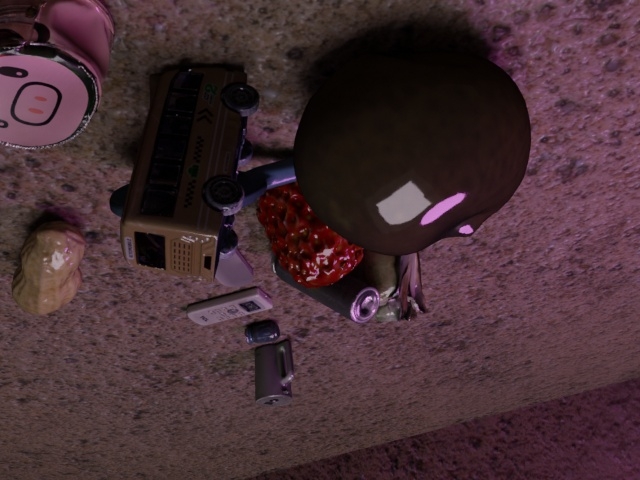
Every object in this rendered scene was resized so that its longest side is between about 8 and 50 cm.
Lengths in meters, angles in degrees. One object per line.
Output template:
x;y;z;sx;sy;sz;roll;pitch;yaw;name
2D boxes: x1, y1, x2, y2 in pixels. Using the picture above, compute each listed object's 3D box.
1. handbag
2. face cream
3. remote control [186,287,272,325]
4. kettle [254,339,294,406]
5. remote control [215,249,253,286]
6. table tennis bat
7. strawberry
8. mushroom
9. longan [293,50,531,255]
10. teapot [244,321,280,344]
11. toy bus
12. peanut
-0.352;-0.215;0.940;0.179;0.116;0.205;12;147;-30;handbag
-0.005;0.074;1.454;0.073;0.073;0.283;23;-178;-43;face cream
-0.211;0.155;1.752;0.190;0.029;0.087;-15;151;14;remote control
-0.125;0.352;2.016;0.098;0.148;0.127;0;152;-10;kettle
-0.198;0.038;1.547;0.077;0.022;0.245;-11;151;9;remote control
-0.166;-0.085;1.198;0.329;0.044;0.215;-15;-158;-26;table tennis bat
0.000;0.000;1.373;0.234;0.178;0.234;-2;157;-1;strawberry
0.114;0.067;1.522;0.164;0.189;0.267;-2;178;17;mushroom
0.135;-0.130;1.075;0.350;0.288;0.288;-13;153;-14;longan
-0.144;0.226;1.893;0.083;0.063;0.049;-11;120;12;teapot
-0.175;-0.099;1.030;0.157;0.289;0.139;9;149;-6;toy bus
-0.494;0.049;1.402;0.124;0.123;0.256;9;144;-28;peanut
